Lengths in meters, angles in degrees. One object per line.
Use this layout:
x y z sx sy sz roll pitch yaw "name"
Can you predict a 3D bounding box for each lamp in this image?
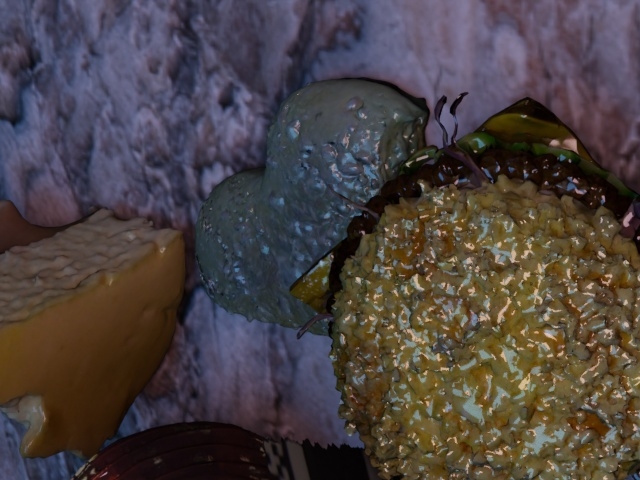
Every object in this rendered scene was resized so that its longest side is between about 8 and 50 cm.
-0.089 0.243 1.149 0.247 0.247 0.247 15 117 31 "lamp"

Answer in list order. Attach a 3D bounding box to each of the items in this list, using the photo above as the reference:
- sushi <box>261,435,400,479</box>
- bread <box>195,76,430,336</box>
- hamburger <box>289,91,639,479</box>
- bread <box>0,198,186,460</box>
0.031 0.313 0.962 0.100 0.296 0.373 -22 73 20 "sushi"
0.000 0.000 1.087 0.172 0.064 0.232 54 131 7 "bread"
0.105 0.051 0.955 0.262 0.138 0.243 45 116 -2 "hamburger"
-0.233 0.090 1.207 0.183 0.224 0.211 28 131 31 "bread"
